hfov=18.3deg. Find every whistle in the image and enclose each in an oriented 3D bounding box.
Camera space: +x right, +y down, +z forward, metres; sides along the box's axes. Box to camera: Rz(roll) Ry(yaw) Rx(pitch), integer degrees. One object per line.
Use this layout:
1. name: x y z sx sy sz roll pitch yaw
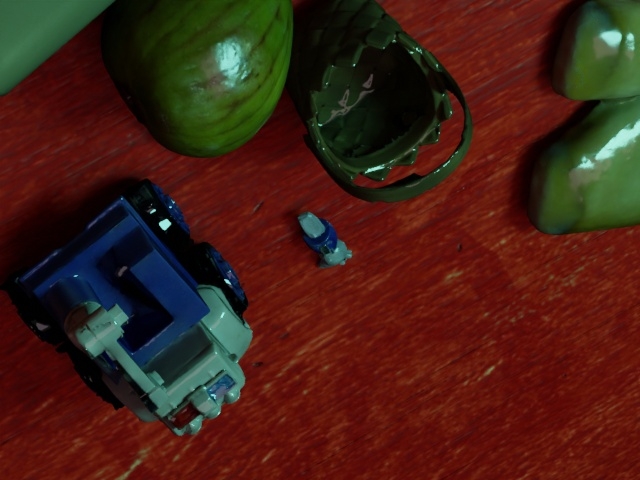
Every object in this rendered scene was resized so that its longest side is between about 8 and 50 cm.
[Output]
1. whistle: 0.000 0.000 1.744 0.033 0.029 0.083 -25 140 10

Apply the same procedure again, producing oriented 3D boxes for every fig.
1. fig: -0.047 -0.182 1.513 0.259 0.151 0.151 -41 133 -15

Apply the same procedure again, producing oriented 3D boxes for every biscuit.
1. biscuit: 0.332 -0.118 1.821 0.291 0.062 0.237 -7 124 -27

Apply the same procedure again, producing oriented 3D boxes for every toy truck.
1. toy truck: -0.140 0.070 1.616 0.161 0.177 0.213 -39 132 0

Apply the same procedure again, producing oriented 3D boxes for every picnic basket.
1. picnic basket: 0.047 -0.104 1.589 0.128 0.178 0.138 -32 138 2

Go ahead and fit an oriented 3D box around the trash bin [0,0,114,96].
1. trash bin: -0.210 -0.251 1.391 0.247 0.121 0.243 -42 132 8
